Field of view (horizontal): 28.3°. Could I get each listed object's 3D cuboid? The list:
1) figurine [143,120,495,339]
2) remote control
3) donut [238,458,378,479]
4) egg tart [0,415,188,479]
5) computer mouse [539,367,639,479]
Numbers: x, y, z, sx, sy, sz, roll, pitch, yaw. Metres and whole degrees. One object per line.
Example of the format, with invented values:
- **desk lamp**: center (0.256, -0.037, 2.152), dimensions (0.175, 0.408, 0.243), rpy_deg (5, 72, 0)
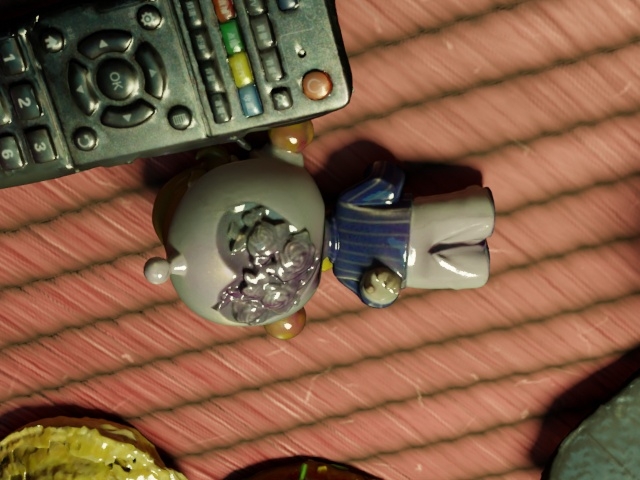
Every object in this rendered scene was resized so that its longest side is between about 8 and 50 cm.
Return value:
- **figurine**: center (0.003, 0.009, 1.023), dimensions (0.274, 0.133, 0.194), rpy_deg (20, 113, -15)
- **remote control**: center (-0.174, -0.116, 0.965), dimensions (0.399, 0.062, 0.144), rpy_deg (-11, 111, 11)
- **donut**: center (-0.011, 0.331, 1.305), dimensions (0.235, 0.089, 0.235), rpy_deg (1, 127, 2)
- **egg tart**: center (-0.234, 0.280, 1.264), dimensions (0.241, 0.106, 0.241), rpy_deg (4, 122, 7)
- **computer mouse**: center (0.329, 0.192, 1.160), dimensions (0.168, 0.087, 0.295), rpy_deg (45, 109, 7)
